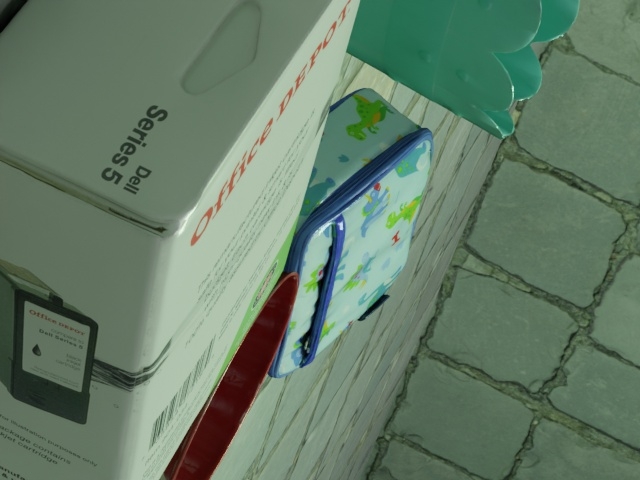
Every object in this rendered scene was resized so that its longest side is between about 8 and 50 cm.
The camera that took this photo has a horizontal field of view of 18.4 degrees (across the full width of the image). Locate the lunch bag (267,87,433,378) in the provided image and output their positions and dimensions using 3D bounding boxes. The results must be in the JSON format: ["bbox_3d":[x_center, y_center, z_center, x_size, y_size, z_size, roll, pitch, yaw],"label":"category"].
[{"bbox_3d":[0.000,0.000,1.569,0.176,0.090,0.219,-38,157,-34],"label":"lunch bag"}]

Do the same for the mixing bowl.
[{"bbox_3d":[-0.097,0.080,1.232,0.181,0.098,0.181,-61,171,-16],"label":"mixing bowl"}]

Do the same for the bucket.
[{"bbox_3d":[0.081,-0.215,1.132,0.281,0.183,0.281,-62,173,-14],"label":"bucket"}]

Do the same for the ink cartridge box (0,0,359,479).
[{"bbox_3d":[-0.085,-0.017,0.925,0.198,0.115,0.273,-59,171,-35],"label":"ink cartridge box"}]
